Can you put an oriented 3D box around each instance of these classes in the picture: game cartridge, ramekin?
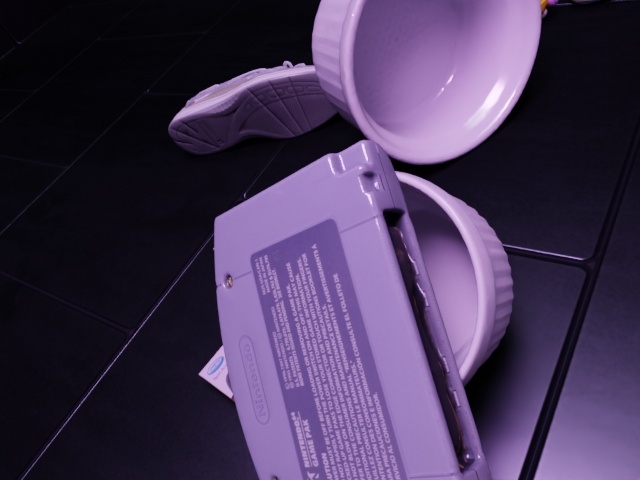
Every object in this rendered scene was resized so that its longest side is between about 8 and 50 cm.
[{"bbox_3d":[0.006,0.095,0.419,0.198,0.062,0.296,-24,76,41],"label":"game cartridge"},{"bbox_3d":[0.124,-0.247,0.661,0.277,0.277,0.135,-35,36,-7],"label":"ramekin"},{"bbox_3d":[0.070,0.043,0.470,0.207,0.109,0.206,1,92,39],"label":"ramekin"}]

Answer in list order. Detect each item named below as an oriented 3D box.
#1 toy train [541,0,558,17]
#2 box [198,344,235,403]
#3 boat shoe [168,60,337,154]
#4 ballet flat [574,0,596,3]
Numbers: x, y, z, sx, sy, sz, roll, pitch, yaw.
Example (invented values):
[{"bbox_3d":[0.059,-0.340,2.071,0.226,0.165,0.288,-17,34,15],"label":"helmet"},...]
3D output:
[{"bbox_3d":[0.311,-0.379,0.848,0.167,0.046,0.125,-25,42,-1],"label":"toy train"},{"bbox_3d":[-0.070,0.141,0.567,0.136,0.028,0.081,21,62,37],"label":"box"},{"bbox_3d":[-0.108,-0.231,0.871,0.321,0.118,0.103,-12,50,26],"label":"boat shoe"},{"bbox_3d":[0.496,-0.417,0.761,0.249,0.086,0.086,-11,46,18],"label":"ballet flat"}]
